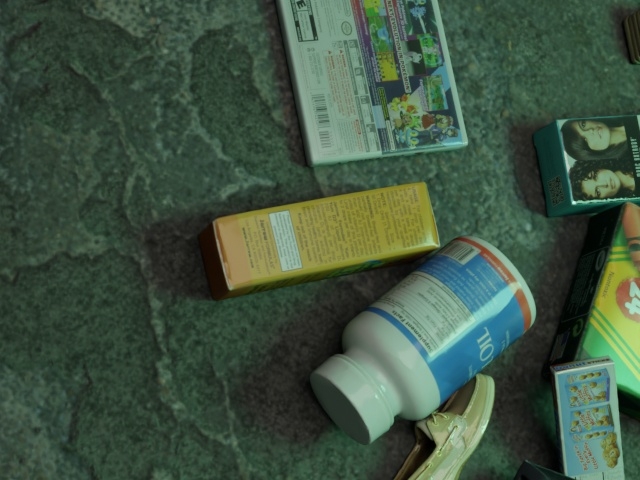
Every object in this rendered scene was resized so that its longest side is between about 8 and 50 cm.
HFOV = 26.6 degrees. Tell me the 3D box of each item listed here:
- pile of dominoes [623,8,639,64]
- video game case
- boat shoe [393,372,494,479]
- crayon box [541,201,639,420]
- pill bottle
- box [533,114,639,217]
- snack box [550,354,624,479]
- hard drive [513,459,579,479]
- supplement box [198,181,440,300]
[{"bbox_3d":[0.476,-0.256,1.621,0.251,0.040,0.196,-4,79,-26],"label":"pile of dominoes"},{"bbox_3d":[0.055,-0.187,1.471,0.183,0.023,0.201,-8,80,-18],"label":"video game case"},{"bbox_3d":[0.122,0.203,1.384,0.059,0.063,0.170,33,71,-14],"label":"boat shoe"},{"bbox_3d":[0.424,0.115,1.488,0.319,0.081,0.202,24,72,-11],"label":"crayon box"},{"bbox_3d":[0.100,0.103,1.367,0.221,0.124,0.124,-38,91,-20],"label":"pill bottle"},{"bbox_3d":[0.368,-0.089,1.526,0.244,0.060,0.100,-5,80,-18],"label":"box"},{"bbox_3d":[0.279,0.209,1.406,0.064,0.022,0.178,-10,108,-3],"label":"snack box"},{"bbox_3d":[0.238,0.369,1.370,0.172,0.054,0.254,22,83,-12],"label":"hard drive"},{"bbox_3d":[0.000,0.000,1.383,0.233,0.078,0.080,-13,82,-19],"label":"supplement box"}]
